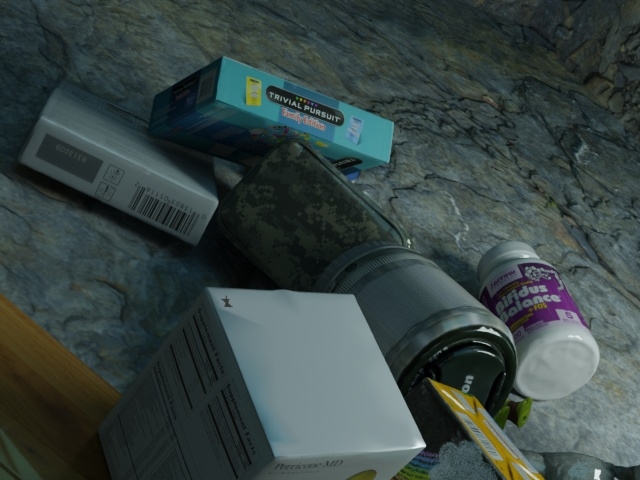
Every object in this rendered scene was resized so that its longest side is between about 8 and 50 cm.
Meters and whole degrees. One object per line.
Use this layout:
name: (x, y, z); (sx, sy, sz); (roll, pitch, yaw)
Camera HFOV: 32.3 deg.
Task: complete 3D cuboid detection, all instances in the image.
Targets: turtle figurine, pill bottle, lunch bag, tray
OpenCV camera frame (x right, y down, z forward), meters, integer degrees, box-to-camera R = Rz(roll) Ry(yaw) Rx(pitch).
turtle figurine: (0.223, 0.237, 1.808); (0.217, 0.087, 0.269); (35, 16, 37)
pill bottle: (0.391, 0.138, 2.062); (0.169, 0.169, 0.302); (20, 30, -25)
lunch bag: (0.000, 0.000, 1.833); (0.305, 0.212, 0.256); (42, -3, 14)
tray: (-0.289, 0.234, 1.222); (0.411, 0.076, 0.203); (40, 34, -1)

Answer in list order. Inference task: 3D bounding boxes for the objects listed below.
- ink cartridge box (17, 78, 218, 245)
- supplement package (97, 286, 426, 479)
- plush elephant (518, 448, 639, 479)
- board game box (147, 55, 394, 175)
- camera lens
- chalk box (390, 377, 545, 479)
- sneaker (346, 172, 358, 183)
ink cartridge box: (-0.333, -0.145, 1.876); (0.308, 0.091, 0.385); (25, 12, -15)
supplement package: (-0.071, 0.207, 1.161); (0.199, 0.263, 0.198); (5, 47, -39)
plush elephant: (0.312, 0.423, 1.461); (0.272, 0.329, 0.255); (49, 42, -54)
board game box: (-0.086, -0.192, 1.879); (0.336, 0.253, 0.079); (17, 74, -31)
camera lens: (0.127, 0.147, 1.570); (0.219, 0.219, 0.274); (13, 19, -35)
chalk box: (0.108, 0.336, 1.348); (0.180, 0.289, 0.179); (51, 12, 29)
sneaker: (-0.014, -0.179, 2.161); (0.130, 0.147, 0.330); (44, 30, 20)
